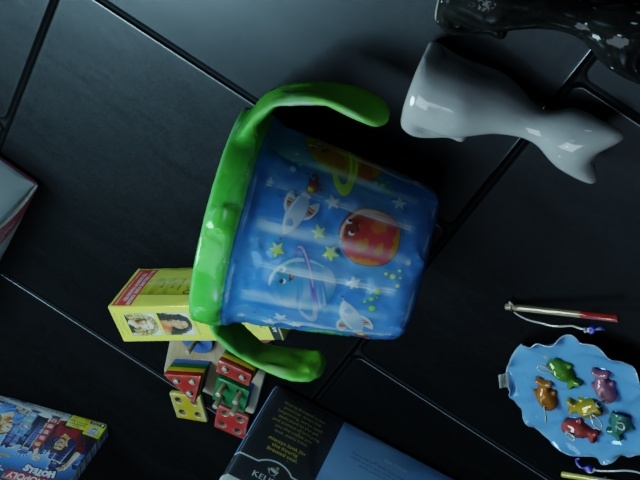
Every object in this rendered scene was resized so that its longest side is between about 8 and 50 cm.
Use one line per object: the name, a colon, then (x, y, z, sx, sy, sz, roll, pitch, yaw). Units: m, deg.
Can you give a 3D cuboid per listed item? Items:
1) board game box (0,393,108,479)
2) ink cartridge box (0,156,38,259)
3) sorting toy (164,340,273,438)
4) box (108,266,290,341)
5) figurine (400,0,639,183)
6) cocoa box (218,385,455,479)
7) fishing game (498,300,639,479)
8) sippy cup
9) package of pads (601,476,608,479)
board game box: (-0.425, 0.319, 1.938, 0.194, 0.194, 0.060, 13, 132, 18)
ink cartridge box: (-0.506, -0.017, 1.748, 0.207, 0.117, 0.283, 34, 135, -3)
sorting toy: (-0.140, 0.168, 1.767, 0.132, 0.046, 0.274, 24, 135, 7)
box: (-0.134, 0.075, 1.658, 0.232, 0.087, 0.058, -2, 124, 30)
figurine: (0.200, -0.159, 1.291, 0.209, 0.092, 0.215, 21, 135, 4)
cocoa box: (0.021, 0.395, 1.747, 0.347, 0.228, 0.231, 28, 134, 3)
fishing game: (0.286, 0.183, 1.550, 0.189, 0.041, 0.264, 7, 129, 36)
sippy cup: (0.000, 0.000, 1.443, 0.224, 0.240, 0.305, 15, 157, 2)
package of pads: (0.324, 0.317, 1.663, 0.050, 0.032, 0.083, 48, 133, -13)
